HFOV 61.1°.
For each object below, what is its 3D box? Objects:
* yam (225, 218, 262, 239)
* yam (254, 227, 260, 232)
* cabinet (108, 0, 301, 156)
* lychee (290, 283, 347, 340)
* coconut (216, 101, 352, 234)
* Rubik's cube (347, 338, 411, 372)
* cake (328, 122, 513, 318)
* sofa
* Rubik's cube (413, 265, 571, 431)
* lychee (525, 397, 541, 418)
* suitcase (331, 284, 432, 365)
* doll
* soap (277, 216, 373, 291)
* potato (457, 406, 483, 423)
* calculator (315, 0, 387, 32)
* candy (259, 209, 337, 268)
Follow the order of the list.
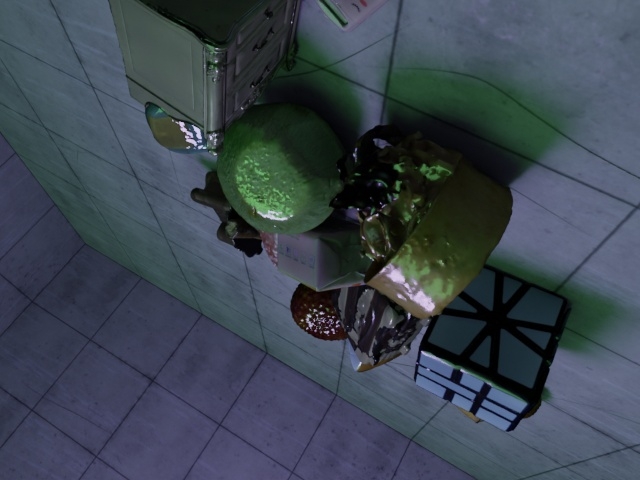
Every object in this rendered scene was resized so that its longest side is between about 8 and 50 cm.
[{"bbox_3d":[-0.196,-0.032,1.678,0.061,0.061,0.252,19,-171,29],"label":"yam"},{"bbox_3d":[-0.129,-0.070,1.601,0.254,0.154,0.153,43,154,-29],"label":"yam"},{"bbox_3d":[-0.185,-0.372,0.957,0.227,0.290,0.318,32,156,4],"label":"cabinet"},{"bbox_3d":[0.029,0.213,1.800,0.260,0.261,0.261,27,154,15],"label":"lychee"},{"bbox_3d":[-0.083,-0.169,1.229,0.328,0.328,0.281,29,112,11],"label":"coconut"},{"bbox_3d":[0.157,0.339,1.891,0.254,0.254,0.254,27,154,15],"label":"Rubik's cube"},{"bbox_3d":[0.161,-0.056,1.066,0.321,0.332,0.332,36,155,0],"label":"cake"},{"bbox_3d":[-0.295,-0.072,1.746,0.199,0.182,0.258,20,152,29],"label":"sofa"},{"bbox_3d":[0.419,0.265,1.363,0.293,0.289,0.283,21,151,21],"label":"Rubik's cube"},{"bbox_3d":[0.642,0.512,1.731,0.114,0.114,0.146,34,141,2],"label":"lychee"},{"bbox_3d":[0.158,0.132,1.491,0.352,0.193,0.339,108,142,-53],"label":"suitcase"},{"bbox_3d":[-0.296,-0.333,1.217,0.161,0.261,0.177,-4,146,9],"label":"doll"},{"bbox_3d":[0.014,0.027,1.314,0.199,0.182,0.139,21,111,54],"label":"soap"},{"bbox_3d":[0.474,0.416,1.663,0.242,0.243,0.285,26,161,17],"label":"potato"},{"bbox_3d":[0.053,-0.413,0.896,0.100,0.032,0.175,43,154,-18],"label":"calculator"},{"bbox_3d":[-0.059,-0.034,1.469,0.157,0.214,0.290,7,119,47],"label":"candy"}]
